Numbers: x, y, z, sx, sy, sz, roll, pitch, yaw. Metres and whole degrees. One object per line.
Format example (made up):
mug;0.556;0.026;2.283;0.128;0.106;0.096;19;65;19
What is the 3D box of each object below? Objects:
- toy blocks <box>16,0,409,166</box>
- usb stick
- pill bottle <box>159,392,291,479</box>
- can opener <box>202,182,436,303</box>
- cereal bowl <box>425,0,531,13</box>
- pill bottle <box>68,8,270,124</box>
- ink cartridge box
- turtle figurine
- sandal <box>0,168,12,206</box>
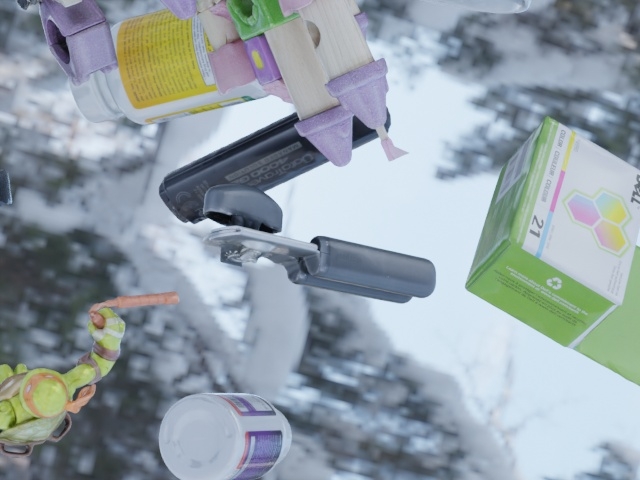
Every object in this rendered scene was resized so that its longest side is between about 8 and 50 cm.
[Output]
toy blocks;-0.049;-0.172;1.566;0.260;0.309;0.288;67;-21;-6
usb stick;-0.051;-0.097;2.045;0.278;0.077;0.045;-25;-139;17
pill bottle;-0.107;0.238;2.195;0.193;0.108;0.108;13;94;-68
can opener;0.000;0.000;1.972;0.076;0.283;0.095;-19;-115;52
cereal bowl;0.090;-0.368;2.008;0.339;0.339;0.141;10;-97;69
pill bottle;-0.158;-0.189;1.942;0.208;0.117;0.117;-12;-125;20
ink cartridge box;0.292;0.021;1.822;0.097;0.255;0.189;-52;-168;47
turtle figurine;-0.248;0.134;1.568;0.269;0.087;0.217;-34;-173;-26
sandal;-0.466;-0.003;1.794;0.167;0.446;0.107;-2;-84;33
